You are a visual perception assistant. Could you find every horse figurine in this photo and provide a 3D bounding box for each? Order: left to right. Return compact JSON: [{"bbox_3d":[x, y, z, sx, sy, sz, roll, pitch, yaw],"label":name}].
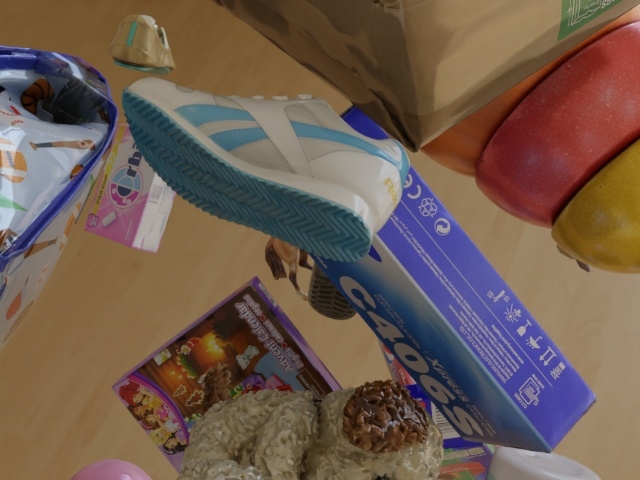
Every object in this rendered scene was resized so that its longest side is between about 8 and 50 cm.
[{"bbox_3d":[0.000,0.000,1.514,0.263,0.174,0.066,-24,22,24],"label":"horse figurine"}]

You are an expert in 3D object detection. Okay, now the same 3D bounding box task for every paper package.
[{"bbox_3d":[0.098,-0.276,0.748,0.324,0.168,0.309,-34,53,-16],"label":"paper package"}]

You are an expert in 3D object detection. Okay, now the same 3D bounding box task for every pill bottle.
[{"bbox_3d":[0.267,0.414,1.151,0.146,0.146,0.264,15,94,29],"label":"pill bottle"}]

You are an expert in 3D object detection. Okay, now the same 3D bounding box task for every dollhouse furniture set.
[{"bbox_3d":[0.528,-0.008,1.784,0.081,0.091,0.114,-36,21,-3],"label":"dollhouse furniture set"}]

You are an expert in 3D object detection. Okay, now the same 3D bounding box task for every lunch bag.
[{"bbox_3d":[-0.390,-0.016,0.940,0.328,0.239,0.385,-50,9,29],"label":"lunch bag"}]

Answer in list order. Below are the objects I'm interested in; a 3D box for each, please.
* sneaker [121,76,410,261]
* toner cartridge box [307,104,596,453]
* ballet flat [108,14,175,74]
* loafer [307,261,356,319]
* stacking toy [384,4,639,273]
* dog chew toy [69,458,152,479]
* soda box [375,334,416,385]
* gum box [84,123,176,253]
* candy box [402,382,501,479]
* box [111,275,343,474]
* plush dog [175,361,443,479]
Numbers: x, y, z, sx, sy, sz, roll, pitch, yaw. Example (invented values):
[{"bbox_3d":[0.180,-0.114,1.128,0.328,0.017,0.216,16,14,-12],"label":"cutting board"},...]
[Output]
[{"bbox_3d":[-0.045,-0.067,0.657,0.228,0.087,0.092,26,57,16],"label":"sneaker"},{"bbox_3d":[0.091,0.045,0.837,0.075,0.348,0.165,-42,6,-21],"label":"toner cartridge box"},{"bbox_3d":[-0.234,-0.264,1.192,0.080,0.073,0.232,11,8,-8],"label":"ballet flat"},{"bbox_3d":[0.043,-0.016,1.182,0.101,0.269,0.092,19,35,-1],"label":"loafer"},{"bbox_3d":[0.315,-0.081,0.946,0.350,0.351,0.480,-31,68,-7],"label":"stacking toy"},{"bbox_3d":[-0.441,0.578,1.707,0.206,0.207,0.332,-7,21,14],"label":"dog chew toy"},{"bbox_3d":[0.206,0.275,1.973,0.092,0.083,0.263,-10,61,-19],"label":"soda box"},{"bbox_3d":[-0.285,-0.087,1.375,0.107,0.062,0.188,18,89,31],"label":"gum box"},{"bbox_3d":[0.161,0.340,1.411,0.268,0.317,0.122,-13,58,18],"label":"candy box"},{"bbox_3d":[-0.067,0.217,1.004,0.201,0.293,0.057,-37,5,6],"label":"box"},{"bbox_3d":[0.001,0.201,0.804,0.225,0.262,0.211,-8,53,5],"label":"plush dog"}]
